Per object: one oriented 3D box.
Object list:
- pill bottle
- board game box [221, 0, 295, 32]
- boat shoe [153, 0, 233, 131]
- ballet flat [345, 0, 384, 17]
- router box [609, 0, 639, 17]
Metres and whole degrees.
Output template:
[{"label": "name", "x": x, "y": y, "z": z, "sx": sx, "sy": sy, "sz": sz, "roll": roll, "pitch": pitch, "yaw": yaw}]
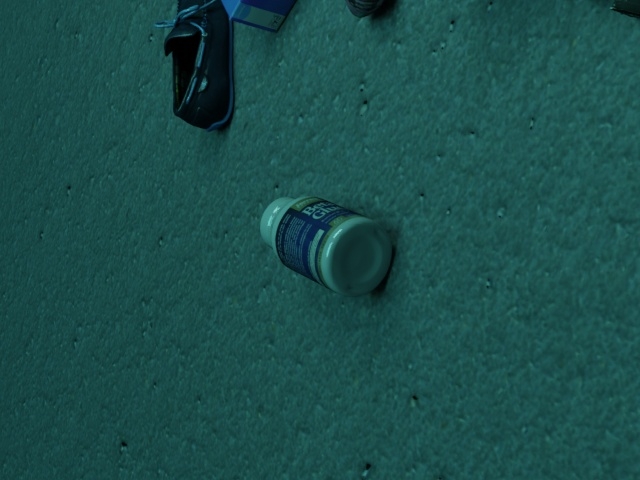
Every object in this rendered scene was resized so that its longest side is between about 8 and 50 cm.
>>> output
[{"label": "pill bottle", "x": 0.000, "y": 0.000, "z": 1.425, "sx": 0.169, "sy": 0.094, "sz": 0.094, "roll": 24, "pitch": 102, "yaw": 53}, {"label": "board game box", "x": -0.045, "y": -0.490, "z": 1.613, "sx": 0.347, "sy": 0.078, "sz": 0.233, "roll": -54, "pitch": 43, "yaw": 31}, {"label": "boat shoe", "x": -0.180, "y": -0.287, "z": 1.740, "sx": 0.109, "sy": 0.089, "sz": 0.258, "roll": -39, "pitch": 52, "yaw": 42}, {"label": "ballet flat", "x": 0.047, "y": -0.378, "z": 1.478, "sx": 0.079, "sy": 0.076, "sz": 0.222, "roll": 146, "pitch": 126, "yaw": -68}, {"label": "router box", "x": 0.325, "y": -0.256, "z": 1.091, "sx": 0.092, "sy": 0.038, "sz": 0.123, "roll": 32, "pitch": 107, "yaw": 51}]
